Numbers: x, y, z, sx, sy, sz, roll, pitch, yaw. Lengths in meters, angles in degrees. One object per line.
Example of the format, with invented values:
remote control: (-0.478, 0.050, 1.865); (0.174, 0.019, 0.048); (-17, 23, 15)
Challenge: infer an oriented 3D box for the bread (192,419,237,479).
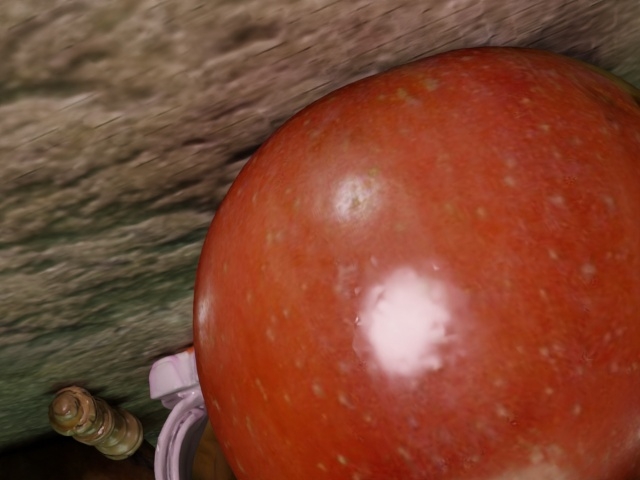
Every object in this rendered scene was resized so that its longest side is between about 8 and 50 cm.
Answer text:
bread: (-0.101, 0.277, 1.316); (0.107, 0.136, 0.241); (-13, 161, -25)

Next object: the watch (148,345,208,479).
watch: (-0.042, 0.199, 1.007); (0.244, 0.231, 0.196); (-15, 159, -3)

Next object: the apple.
apple: (0.088, 0.050, 0.623); (0.348, 0.277, 0.348); (-16, 156, -8)

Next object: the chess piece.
chess piece: (-0.237, 0.188, 1.058); (0.060, 0.060, 0.172); (-19, 158, 1)

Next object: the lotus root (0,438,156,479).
lotus root: (-0.282, 0.357, 1.239); (0.316, 0.250, 0.316); (-24, 172, -4)
